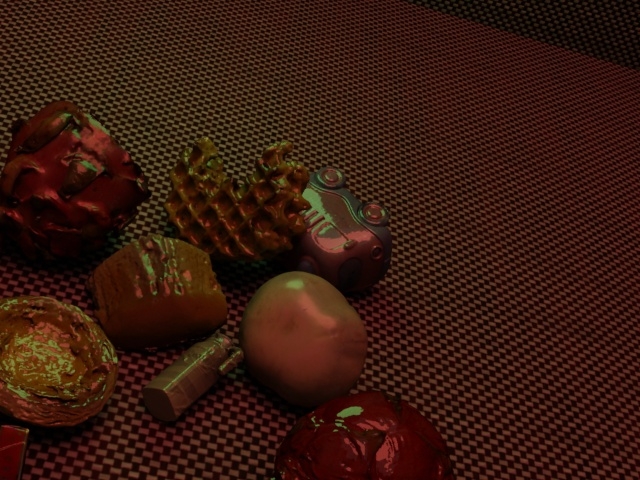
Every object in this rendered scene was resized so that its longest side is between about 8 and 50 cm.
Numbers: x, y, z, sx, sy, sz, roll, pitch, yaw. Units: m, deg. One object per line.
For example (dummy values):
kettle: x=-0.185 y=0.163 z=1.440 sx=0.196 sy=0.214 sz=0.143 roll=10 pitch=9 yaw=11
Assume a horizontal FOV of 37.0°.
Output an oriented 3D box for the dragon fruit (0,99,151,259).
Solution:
dragon fruit: x=-0.528 y=-0.102 z=1.893 sx=0.263 sy=0.314 sz=0.296 roll=-43 pitch=108 yaw=-23

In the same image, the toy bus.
toy bus: x=0.000 y=0.000 z=2.103 sx=0.231 sy=0.197 sz=0.294 roll=-31 pitch=62 yaw=-33

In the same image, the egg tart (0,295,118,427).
egg tart: x=-0.500 y=0.222 z=1.681 sx=0.290 sy=0.107 sz=0.291 roll=18 pitch=38 yaw=-15

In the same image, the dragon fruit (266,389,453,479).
dragon fruit: x=0.075 y=0.393 z=1.607 sx=0.342 sy=0.277 sz=0.277 roll=-15 pitch=50 yaw=-23

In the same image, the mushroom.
mushroom: x=-0.028 y=0.193 z=1.869 sx=0.253 sy=0.234 sz=0.260 roll=-4 pitch=80 yaw=13

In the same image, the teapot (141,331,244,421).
teapot: x=-0.225 y=0.247 z=1.769 sx=0.107 sy=0.077 sz=0.200 roll=-5 pitch=24 yaw=37

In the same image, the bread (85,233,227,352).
bread: x=-0.315 y=0.105 z=1.857 sx=0.262 sy=0.163 sz=0.204 roll=-14 pitch=60 yaw=-17

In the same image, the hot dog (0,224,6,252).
hot dog: x=-0.661 y=0.005 z=1.906 sx=0.062 sy=0.038 sz=0.144 roll=14 pitch=39 yaw=-8

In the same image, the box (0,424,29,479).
box: x=-0.492 y=0.390 z=1.481 sx=0.048 sy=0.112 sz=0.175 roll=9 pitch=40 yaw=-13

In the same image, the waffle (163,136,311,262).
waffle: x=-0.182 y=-0.083 z=2.023 sx=0.324 sy=0.261 sz=0.151 roll=7 pitch=-11 yaw=34
